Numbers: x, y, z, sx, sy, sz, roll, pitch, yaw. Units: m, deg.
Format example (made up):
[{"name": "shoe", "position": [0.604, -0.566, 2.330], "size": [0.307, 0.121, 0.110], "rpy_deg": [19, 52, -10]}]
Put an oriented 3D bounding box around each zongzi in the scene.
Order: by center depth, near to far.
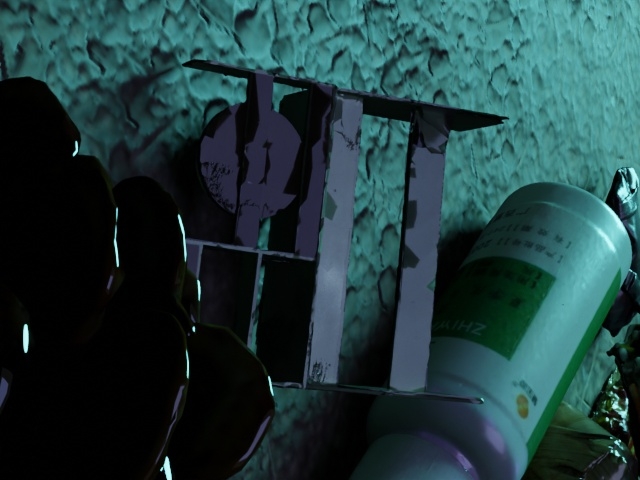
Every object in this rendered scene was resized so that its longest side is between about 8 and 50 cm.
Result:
[{"name": "zongzi", "position": [0.121, 0.213, 0.941], "size": [0.197, 0.099, 0.194], "rpy_deg": [-47, 145, -13]}]

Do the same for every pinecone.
[{"name": "pinecone", "position": [-0.141, 0.041, 0.403], "size": [0.272, 0.224, 0.224], "rpy_deg": [42, 58, -41]}]

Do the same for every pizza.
[{"name": "pizza", "position": [0.228, 0.155, 1.139], "size": [0.100, 0.029, 0.099], "rpy_deg": [-48, 131, -43]}]

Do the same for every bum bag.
[{"name": "bum bag", "position": [0.216, 0.009, 1.104], "size": [0.058, 0.034, 0.124], "rpy_deg": [-22, 111, -64]}]

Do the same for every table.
[{"name": "table", "position": [0.000, 0.000, 0.743], "size": [0.175, 0.062, 0.146], "rpy_deg": [8, 85, -24]}]

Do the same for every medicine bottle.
[{"name": "medicine bottle", "position": [0.097, 0.074, 0.875], "size": [0.260, 0.095, 0.095], "rpy_deg": [-54, 134, -42]}]

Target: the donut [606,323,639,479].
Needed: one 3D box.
[{"name": "donut", "position": [0.262, 0.177, 0.995], "size": [0.270, 0.103, 0.270], "rpy_deg": [-12, 90, -82]}]
